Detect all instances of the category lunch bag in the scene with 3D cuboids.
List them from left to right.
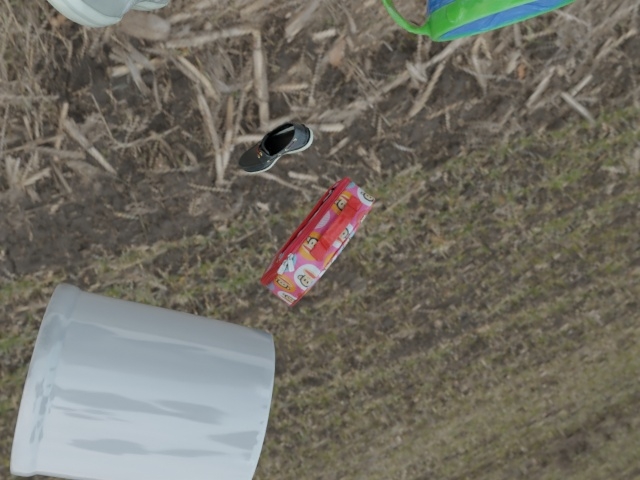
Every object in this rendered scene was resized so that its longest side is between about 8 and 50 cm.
[{"bbox_3d":[0.000,0.000,1.715,0.293,0.120,0.258,-52,-177,-25],"label":"lunch bag"}]

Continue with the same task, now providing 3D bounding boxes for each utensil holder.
[{"bbox_3d":[-0.303,0.273,1.332,0.386,0.327,0.327,13,130,-11],"label":"utensil holder"}]

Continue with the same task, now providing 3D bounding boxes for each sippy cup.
[{"bbox_3d":[0.241,-0.425,1.070,0.306,0.224,0.240,-18,-174,-12],"label":"sippy cup"}]

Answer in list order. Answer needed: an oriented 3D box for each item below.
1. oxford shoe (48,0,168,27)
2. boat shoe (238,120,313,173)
[{"bbox_3d":[-0.264,-0.379,0.990,0.130,0.449,0.169,-27,103,16],"label":"oxford shoe"},{"bbox_3d":[-0.074,-0.138,1.109,0.133,0.048,0.042,-21,158,34],"label":"boat shoe"}]
